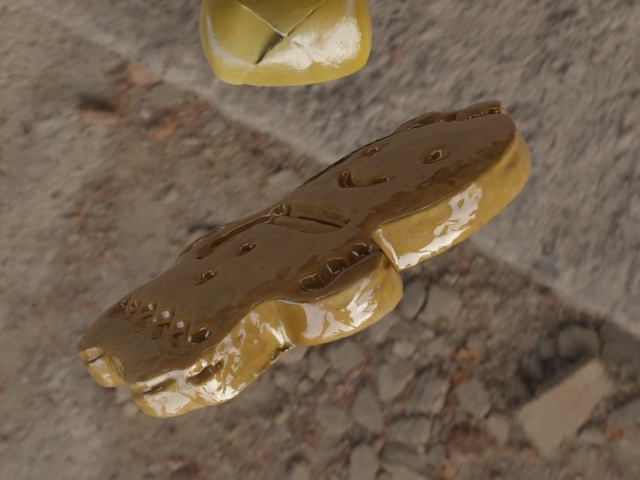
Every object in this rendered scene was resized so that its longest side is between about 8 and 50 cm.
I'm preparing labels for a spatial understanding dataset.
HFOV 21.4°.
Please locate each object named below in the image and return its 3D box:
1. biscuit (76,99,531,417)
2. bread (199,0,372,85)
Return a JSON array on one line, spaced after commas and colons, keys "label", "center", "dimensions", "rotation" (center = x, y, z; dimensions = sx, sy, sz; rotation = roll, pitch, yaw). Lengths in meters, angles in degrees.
[{"label": "biscuit", "center": [-0.001, 0.001, 0.598], "dimensions": [0.184, 0.133, 0.027], "rotation": [-29, 107, -8]}, {"label": "bread", "center": [-0.025, -0.138, 1.103], "dimensions": [0.115, 0.056, 0.082], "rotation": [2, 112, 10]}]
